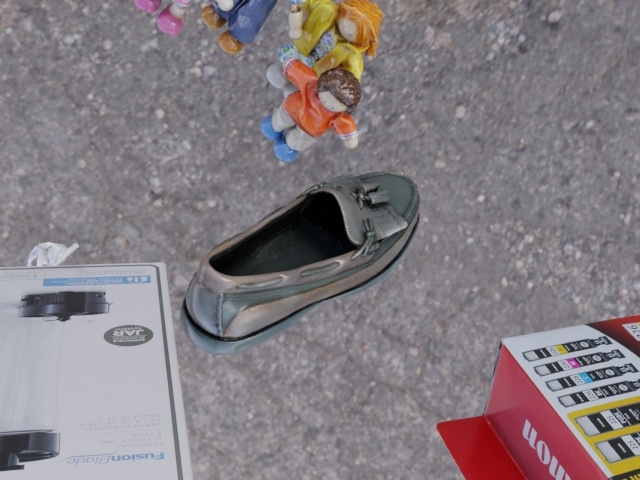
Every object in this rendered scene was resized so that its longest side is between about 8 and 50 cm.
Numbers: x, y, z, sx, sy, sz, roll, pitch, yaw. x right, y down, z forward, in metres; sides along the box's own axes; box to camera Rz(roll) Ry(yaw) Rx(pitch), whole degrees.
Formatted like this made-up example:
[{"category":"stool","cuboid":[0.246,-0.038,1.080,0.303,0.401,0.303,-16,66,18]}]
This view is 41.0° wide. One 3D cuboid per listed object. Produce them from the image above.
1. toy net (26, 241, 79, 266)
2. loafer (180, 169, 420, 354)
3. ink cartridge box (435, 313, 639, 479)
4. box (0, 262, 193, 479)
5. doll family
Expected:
[{"category":"toy net","cuboid":[-0.423,0.070,1.131,0.045,0.232,0.122,48,174,-8]},{"category":"loafer","cuboid":[0.000,0.000,0.720,0.096,0.267,0.084,39,141,23]},{"category":"ink cartridge box","cuboid":[0.312,0.237,0.916,0.272,0.309,0.130,-8,125,-19]},{"category":"box","cuboid":[-0.159,0.111,0.483,0.169,0.290,0.087,-1,113,-12]},{"category":"doll family","cuboid":[-0.036,-0.202,0.742,0.263,0.118,0.163,45,152,-9]}]
